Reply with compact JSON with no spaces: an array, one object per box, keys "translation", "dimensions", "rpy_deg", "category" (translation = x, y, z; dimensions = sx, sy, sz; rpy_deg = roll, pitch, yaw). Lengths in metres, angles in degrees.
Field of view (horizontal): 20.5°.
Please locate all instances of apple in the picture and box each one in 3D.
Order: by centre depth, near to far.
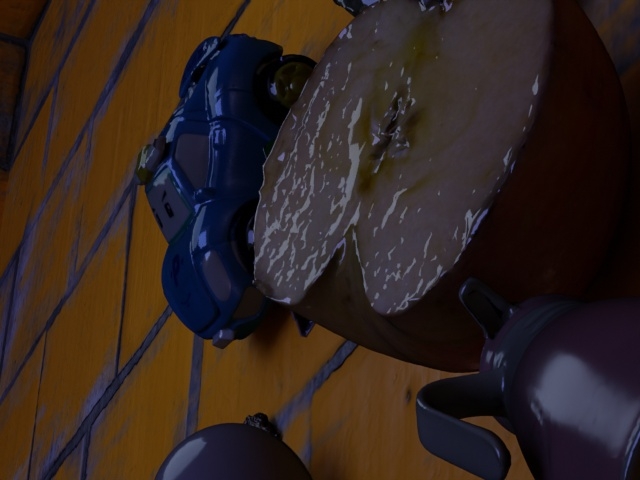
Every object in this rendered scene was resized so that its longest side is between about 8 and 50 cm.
[{"translation":[0.101,-0.037,1.152],"dimensions":[0.293,0.163,0.251],"rpy_deg":[5,71,58],"category":"apple"}]

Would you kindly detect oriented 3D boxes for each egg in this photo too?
[{"translation":[-0.070,0.241,1.456],"dimensions":[0.198,0.146,0.146],"rpy_deg":[-102,31,-41],"category":"egg"}]

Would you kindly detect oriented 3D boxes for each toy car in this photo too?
[{"translation":[-0.102,-0.052,1.758],"dimensions":[0.198,0.166,0.314],"rpy_deg":[139,141,-65],"category":"toy car"}]

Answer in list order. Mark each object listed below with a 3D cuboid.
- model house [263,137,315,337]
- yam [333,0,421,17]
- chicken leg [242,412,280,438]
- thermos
[{"translation":[0.000,0.000,1.530],"dimensions":[0.088,0.117,0.167],"rpy_deg":[101,169,-49],"category":"model house"},{"translation":[0.124,-0.269,1.275],"dimensions":[0.168,0.168,0.304],"rpy_deg":[-116,43,-63],"category":"yam"},{"translation":[-0.058,0.220,1.627],"dimensions":[0.062,0.037,0.145],"rpy_deg":[-40,36,39],"category":"chicken leg"},{"translation":[0.152,0.093,0.897],"dimensions":[0.265,0.176,0.146],"rpy_deg":[-152,58,-71],"category":"thermos"}]
